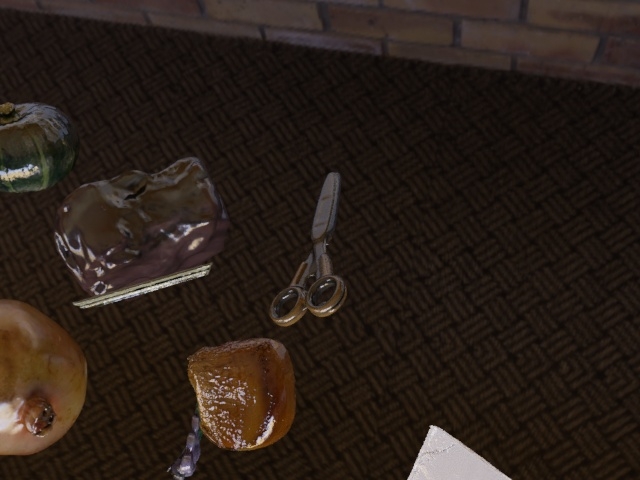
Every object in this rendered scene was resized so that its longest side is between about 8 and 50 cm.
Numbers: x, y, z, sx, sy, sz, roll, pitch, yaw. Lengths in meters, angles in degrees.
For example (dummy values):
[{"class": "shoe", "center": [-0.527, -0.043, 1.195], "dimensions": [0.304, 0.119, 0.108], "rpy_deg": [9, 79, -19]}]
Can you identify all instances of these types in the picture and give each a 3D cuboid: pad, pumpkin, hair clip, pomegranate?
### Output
[{"class": "pad", "center": [0.157, 0.345, 1.018], "dimensions": [0.156, 0.232, 0.004], "rpy_deg": [33, 31, 28]}, {"class": "pumpkin", "center": [-0.427, -0.134, 1.230], "dimensions": [0.167, 0.167, 0.125], "rpy_deg": [15, 106, 15]}, {"class": "hair clip", "center": [-0.274, 0.418, 1.794], "dimensions": [0.052, 0.124, 0.195], "rpy_deg": [12, 43, 0]}, {"class": "pomegranate", "center": [-0.491, 0.229, 1.371], "dimensions": [0.229, 0.252, 0.270], "rpy_deg": [-43, 36, -12]}]

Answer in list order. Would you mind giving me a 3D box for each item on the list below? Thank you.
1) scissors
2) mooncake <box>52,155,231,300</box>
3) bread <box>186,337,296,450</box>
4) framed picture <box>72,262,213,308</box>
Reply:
[{"class": "scissors", "center": [0.000, 0.000, 0.926], "dimensions": [0.088, 0.017, 0.220], "rpy_deg": [-19, 39, 28]}, {"class": "mooncake", "center": [-0.393, -0.011, 1.949], "dimensions": [0.381, 0.350, 0.212], "rpy_deg": [-26, 76, -17]}, {"class": "bread", "center": [-0.093, 0.182, 1.007], "dimensions": [0.126, 0.044, 0.129], "rpy_deg": [-7, 102, 7]}, {"class": "framed picture", "center": [-0.276, 0.074, 1.395], "dimensions": [0.217, 0.274, 0.017], "rpy_deg": [-17, 89, -7]}]
